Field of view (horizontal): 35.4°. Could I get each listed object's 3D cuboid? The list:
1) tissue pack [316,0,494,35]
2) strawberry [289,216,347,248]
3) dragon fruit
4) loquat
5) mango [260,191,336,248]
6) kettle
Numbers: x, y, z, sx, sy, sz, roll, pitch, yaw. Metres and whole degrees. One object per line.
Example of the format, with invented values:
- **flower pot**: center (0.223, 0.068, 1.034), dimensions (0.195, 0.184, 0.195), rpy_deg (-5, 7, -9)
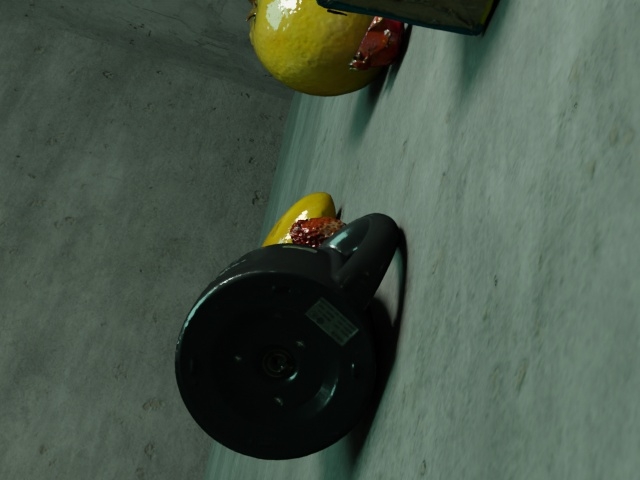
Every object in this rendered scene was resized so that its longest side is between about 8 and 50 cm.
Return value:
- **tissue pack**: center (0.099, -0.348, 1.099), dimensions (0.270, 0.192, 0.134), rpy_deg (-85, 5, -52)
- **strawberry**: center (0.000, 0.000, 1.492), dimensions (0.083, 0.096, 0.083), rpy_deg (-58, 11, 19)
- **dragon fruit**: center (0.099, -0.308, 1.549), dimensions (0.126, 0.068, 0.112), rpy_deg (-62, 2, 8)
- **loquat**: center (-0.002, -0.383, 1.713), dimensions (0.275, 0.275, 0.274), rpy_deg (-164, 90, -83)
- **mango**: center (-0.038, 0.014, 1.722), dimensions (0.219, 0.112, 0.145), rpy_deg (-60, 9, 10)
- **kettle**: center (-0.012, 0.077, 1.144), dimensions (0.268, 0.207, 0.290), rpy_deg (-42, 6, 13)
